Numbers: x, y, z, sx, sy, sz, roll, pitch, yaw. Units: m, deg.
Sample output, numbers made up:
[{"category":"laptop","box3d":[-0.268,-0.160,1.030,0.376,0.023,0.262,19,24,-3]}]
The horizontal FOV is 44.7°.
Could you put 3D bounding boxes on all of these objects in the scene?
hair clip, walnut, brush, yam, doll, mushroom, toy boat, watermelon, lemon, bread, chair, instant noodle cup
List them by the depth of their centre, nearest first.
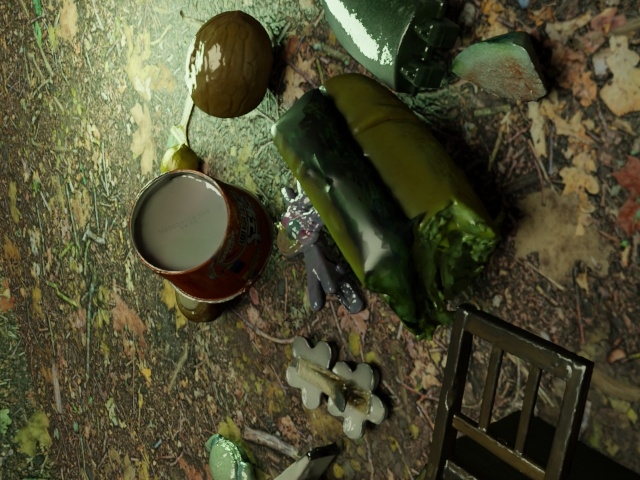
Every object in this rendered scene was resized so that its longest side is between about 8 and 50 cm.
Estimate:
[{"category":"chair","box3d":[0.270,0.284,0.977,0.203,0.240,0.416,27,115,45]},{"category":"watermelon","box3d":[0.241,-0.231,1.026,0.180,0.081,0.094,-140,35,-59]},{"category":"bread","box3d":[0.094,-0.069,1.117,0.208,0.251,0.376,-37,60,1]},{"category":"toy boat","box3d":[0.084,-0.342,1.182,0.319,0.092,0.141,50,134,42]},{"category":"yam","box3d":[0.159,0.421,1.302,0.033,0.027,0.129,53,135,32]},{"category":"hair clip","box3d":[-0.009,0.003,1.371,0.137,0.090,0.278,-42,65,38]},{"category":"hair clip","box3d":[0.021,0.264,1.413,0.257,0.075,0.146,25,115,54]},{"category":"walnut","box3d":[-0.167,-0.325,1.441,0.167,0.167,0.207,46,133,35]},{"category":"instant noodle cup","box3d":[-0.232,-0.014,1.471,0.250,0.192,0.250,-2,79,12]},{"category":"hair clip","box3d":[-0.047,0.504,1.535,0.101,0.085,0.331,65,146,22]},{"category":"mushroom","box3d":[-0.254,0.063,1.671,0.194,0.138,0.231,16,122,35]},{"category":"lemon","box3d":[-0.310,-0.166,1.718,0.082,0.082,0.111,53,135,30]},{"category":"doll","box3d":[-0.202,0.503,1.737,0.214,0.071,0.103,36,126,49]},{"category":"brush","box3d":[-0.303,-0.272,1.744,0.083,0.011,0.205,51,133,33]}]
